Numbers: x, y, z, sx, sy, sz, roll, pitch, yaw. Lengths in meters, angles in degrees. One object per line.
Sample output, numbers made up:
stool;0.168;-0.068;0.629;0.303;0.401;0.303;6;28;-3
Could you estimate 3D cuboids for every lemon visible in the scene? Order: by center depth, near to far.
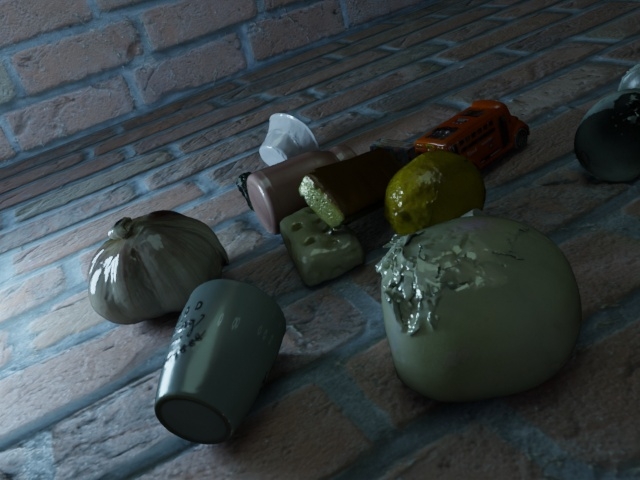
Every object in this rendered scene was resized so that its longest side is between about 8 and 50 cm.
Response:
lemon;0.248;-0.091;1.308;0.260;0.204;0.204;-28;29;-32

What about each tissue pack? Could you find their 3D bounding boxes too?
tissue pack;0.210;-0.215;1.645;0.060;0.109;0.148;-31;30;-31

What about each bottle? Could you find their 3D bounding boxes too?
bottle;-0.035;-0.145;1.604;0.296;0.173;0.206;-26;-2;-18

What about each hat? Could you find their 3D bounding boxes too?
hat;-0.117;-0.301;1.942;0.203;0.203;0.126;10;53;40

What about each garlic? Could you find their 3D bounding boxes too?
garlic;-0.382;0.056;1.389;0.321;0.241;0.322;-5;10;1

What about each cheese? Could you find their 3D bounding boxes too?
cheese;0.000;-0.002;1.397;0.159;0.093;0.263;-18;29;-9

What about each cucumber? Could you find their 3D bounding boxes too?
cucumber;-0.191;-0.135;1.767;0.077;0.077;0.265;-22;31;-9

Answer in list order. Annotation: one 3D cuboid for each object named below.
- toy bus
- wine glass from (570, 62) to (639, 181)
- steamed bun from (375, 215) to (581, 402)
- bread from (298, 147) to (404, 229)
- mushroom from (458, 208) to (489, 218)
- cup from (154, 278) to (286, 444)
toy bus;0.402;-0.267;1.588;0.329;0.153;0.143;-32;30;-27
wine glass;0.727;-0.278;1.400;0.190;0.191;0.357;9;34;39
steamed bun;0.247;0.079;0.968;0.311;0.233;0.334;-15;29;6
bread;0.094;-0.129;1.437;0.138;0.077;0.361;47;36;12
mushroom;0.262;0.031;1.206;0.225;0.093;0.116;-33;72;8
cup;-0.200;0.227;1.047;0.258;0.186;0.234;-34;24;36
